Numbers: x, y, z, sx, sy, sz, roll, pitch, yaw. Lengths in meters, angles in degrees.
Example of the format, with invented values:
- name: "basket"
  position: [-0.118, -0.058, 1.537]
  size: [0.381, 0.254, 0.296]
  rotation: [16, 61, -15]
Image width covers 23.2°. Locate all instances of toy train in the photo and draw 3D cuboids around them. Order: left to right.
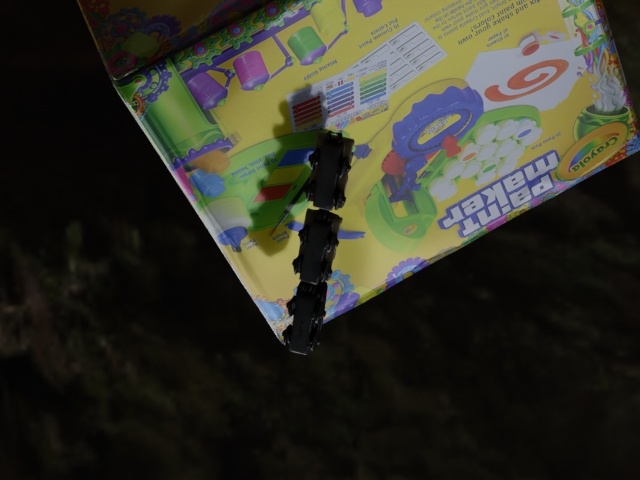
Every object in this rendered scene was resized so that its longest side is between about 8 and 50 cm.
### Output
- name: "toy train"
  position: [0.000, 0.000, 0.977]
  size: [0.027, 0.158, 0.036]
  rotation: [15, -149, 9]

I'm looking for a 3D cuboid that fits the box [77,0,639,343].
- name: "box"
  position: [0.025, -0.130, 1.040]
  size: [0.290, 0.279, 0.177]
  rotation: [-29, -134, 0]
